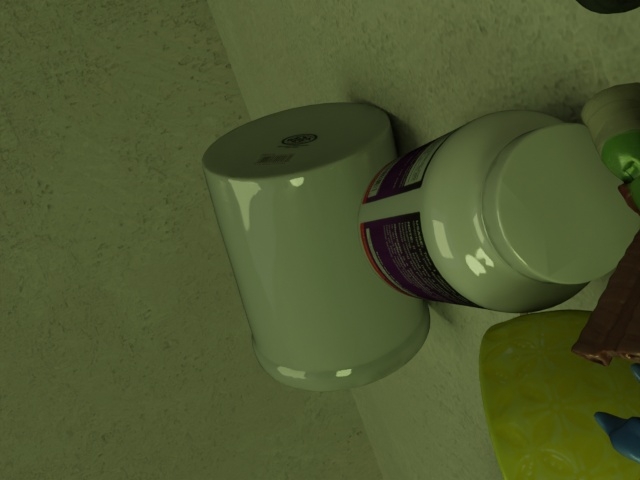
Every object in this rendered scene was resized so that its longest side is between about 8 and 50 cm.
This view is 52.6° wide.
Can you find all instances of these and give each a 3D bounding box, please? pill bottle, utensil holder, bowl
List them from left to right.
[{"bbox_3d":[0.000,0.000,1.096,0.327,0.327,0.385,-131,25,-59],"label":"utensil holder"},{"bbox_3d":[0.159,-0.023,0.647,0.323,0.181,0.181,173,75,-78],"label":"pill bottle"},{"bbox_3d":[0.263,0.165,0.491,0.289,0.156,0.289,42,-150,-31],"label":"bowl"}]

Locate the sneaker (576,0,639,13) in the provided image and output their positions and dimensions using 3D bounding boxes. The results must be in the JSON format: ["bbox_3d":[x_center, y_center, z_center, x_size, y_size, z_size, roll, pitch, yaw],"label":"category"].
[{"bbox_3d":[0.163,-0.295,0.368,0.136,0.116,0.314,-113,12,-69],"label":"sneaker"}]

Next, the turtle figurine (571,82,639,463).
[{"bbox_3d":[0.267,0.005,0.355,0.198,0.274,0.266,56,-153,-57],"label":"turtle figurine"}]

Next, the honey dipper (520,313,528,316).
[{"bbox_3d":[0.260,0.118,0.835,0.030,0.030,0.161,-127,21,-53],"label":"honey dipper"}]
